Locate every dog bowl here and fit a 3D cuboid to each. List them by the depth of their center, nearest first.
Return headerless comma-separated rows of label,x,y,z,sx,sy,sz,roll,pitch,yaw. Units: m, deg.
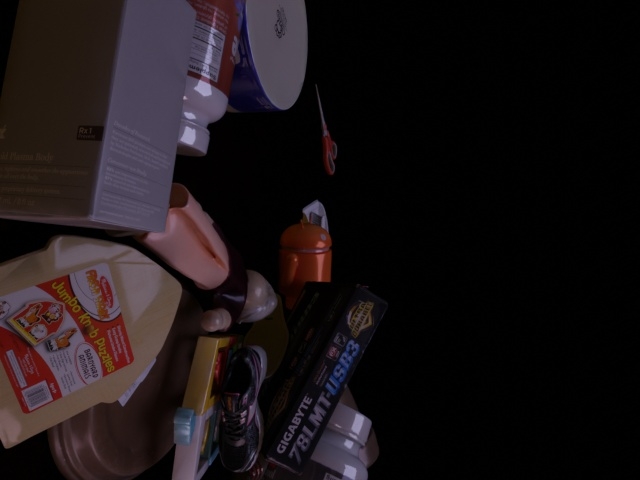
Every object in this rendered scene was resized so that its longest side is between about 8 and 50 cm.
dog bowl,-0.110,-0.346,0.706,0.265,0.104,0.264,4,90,-73

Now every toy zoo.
toy zoo,-0.166,0.240,0.659,0.293,0.030,0.192,101,-3,-78

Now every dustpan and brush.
dustpan and brush,0.000,0.000,1.241,0.147,0.060,0.211,-44,136,-66

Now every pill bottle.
pill bottle,-0.164,-0.218,0.521,0.121,0.121,0.216,12,88,-73
pill bottle,-0.022,0.451,0.763,0.176,0.176,0.318,70,40,-54

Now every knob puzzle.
knob puzzle,-0.234,0.081,0.434,0.213,0.030,0.213,-17,116,-40

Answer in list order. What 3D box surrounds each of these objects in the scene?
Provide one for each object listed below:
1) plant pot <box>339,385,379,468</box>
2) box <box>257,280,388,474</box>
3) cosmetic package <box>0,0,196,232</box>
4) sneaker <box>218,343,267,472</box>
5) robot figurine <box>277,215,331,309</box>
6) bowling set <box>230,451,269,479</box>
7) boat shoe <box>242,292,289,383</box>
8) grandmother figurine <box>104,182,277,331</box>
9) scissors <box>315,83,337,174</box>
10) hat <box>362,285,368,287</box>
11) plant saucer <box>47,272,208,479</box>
plant pot,-0.002,0.441,1.089,0.263,0.263,0.229,9,69,-73
box,-0.029,0.217,0.793,0.295,0.073,0.293,-61,-166,-12
cosmetic package,-0.207,-0.130,0.405,0.107,0.127,0.237,14,79,-73
sneaker,-0.124,0.241,0.633,0.077,0.072,0.178,60,28,-71
robot figurine,-0.037,0.054,1.018,0.158,0.128,0.219,-3,100,-32
bowling set,-0.080,0.488,0.890,0.154,0.200,0.286,39,54,-69
boat shoe,-0.104,0.193,0.837,0.233,0.084,0.079,-98,-169,-63
grandmother figurine,-0.152,0.034,0.613,0.342,0.104,0.207,58,22,-57
scissors,0.013,-0.309,1.269,0.297,0.021,0.108,67,34,-60
hat,0.006,0.202,1.010,0.183,0.173,0.208,-51,-155,26
plant saucer,-0.227,0.178,0.574,0.278,0.041,0.277,5,90,-73
